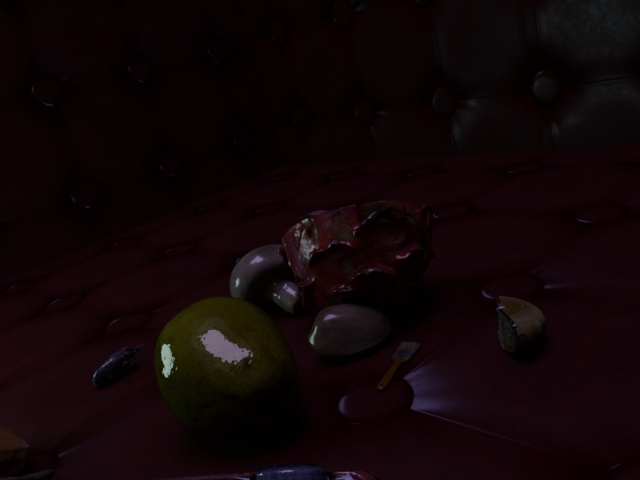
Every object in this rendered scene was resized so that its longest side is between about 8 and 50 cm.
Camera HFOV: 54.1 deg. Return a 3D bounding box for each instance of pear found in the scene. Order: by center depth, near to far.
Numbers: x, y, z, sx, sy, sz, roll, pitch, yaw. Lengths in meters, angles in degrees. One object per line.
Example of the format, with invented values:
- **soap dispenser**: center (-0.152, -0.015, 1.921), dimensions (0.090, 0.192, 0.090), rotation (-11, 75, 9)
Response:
- **pear**: center (-0.172, 0.234, 1.166), dimensions (0.252, 0.253, 0.307), rotation (-25, 35, -31)

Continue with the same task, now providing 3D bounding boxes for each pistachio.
- **pistachio**: center (0.063, 0.192, 1.348), dimensions (0.185, 0.108, 0.126), rotation (-11, 40, -13)

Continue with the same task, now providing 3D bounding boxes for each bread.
- **bread**: center (0.386, 0.159, 1.212), dimensions (0.094, 0.083, 0.157), rotation (-14, 18, -7)

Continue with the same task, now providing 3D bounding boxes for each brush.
- **brush**: center (0.151, 0.248, 1.244), dimensions (0.043, 0.014, 0.170), rotation (-2, 22, 32)

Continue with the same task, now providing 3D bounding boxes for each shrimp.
- **shrimp**: center (-0.491, 0.300, 1.542), dimensions (0.056, 0.065, 0.165), rotation (32, 33, 23)

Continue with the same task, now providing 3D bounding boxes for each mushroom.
- **mushroom**: center (-0.130, 0.114, 1.677), dimensions (0.206, 0.209, 0.206), rotation (-53, 3, 4)

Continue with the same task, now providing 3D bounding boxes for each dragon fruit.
- **dragon fruit**: center (0.095, 0.057, 1.466), dimensions (0.386, 0.249, 0.371), rotation (-18, -17, 23)

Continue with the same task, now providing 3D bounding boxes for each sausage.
- **sausage**: center (-0.669, 0.411, 1.220), dimensions (0.241, 0.120, 0.136), rotation (1, -11, 36)

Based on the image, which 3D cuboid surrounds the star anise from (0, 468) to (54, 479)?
- **star anise**: center (-0.543, 0.465, 0.968), dimensions (0.292, 0.109, 0.349), rotation (-32, 12, -27)

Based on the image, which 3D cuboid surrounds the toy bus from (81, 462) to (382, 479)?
- **toy bus**: center (-0.118, 0.367, 0.692), dimensions (0.426, 0.203, 0.233), rotation (-10, -24, 16)

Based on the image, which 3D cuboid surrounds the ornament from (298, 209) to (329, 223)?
- **ornament**: center (0.000, 0.000, 1.901), dimensions (0.177, 0.178, 0.177), rotation (-13, 17, 4)
